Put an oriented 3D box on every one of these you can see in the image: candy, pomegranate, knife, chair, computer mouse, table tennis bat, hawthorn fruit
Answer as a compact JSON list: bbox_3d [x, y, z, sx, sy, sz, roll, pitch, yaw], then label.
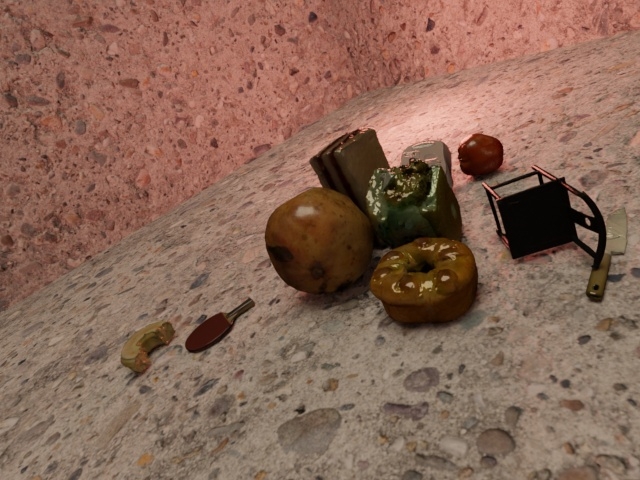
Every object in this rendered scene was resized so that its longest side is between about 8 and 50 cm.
[{"bbox_3d":[0.120,-0.148,1.192,0.135,0.320,0.179,-2,36,45],"label":"candy"},{"bbox_3d":[0.000,0.000,1.071,0.281,0.281,0.281,-21,25,10],"label":"pomegranate"},{"bbox_3d":[0.564,0.017,0.810,0.047,0.017,0.298,6,38,39],"label":"knife"},{"bbox_3d":[0.450,-0.047,0.864,0.141,0.154,0.260,-20,18,14],"label":"chair"},{"bbox_3d":[0.332,-0.206,1.343,0.184,0.121,0.297,-7,44,18],"label":"computer mouse"},{"bbox_3d":[-0.280,0.233,1.168,0.220,0.019,0.130,-35,26,-17],"label":"table tennis bat"},{"bbox_3d":[0.499,-0.266,1.295,0.138,0.133,0.133,-9,28,10],"label":"hawthorn fruit"}]

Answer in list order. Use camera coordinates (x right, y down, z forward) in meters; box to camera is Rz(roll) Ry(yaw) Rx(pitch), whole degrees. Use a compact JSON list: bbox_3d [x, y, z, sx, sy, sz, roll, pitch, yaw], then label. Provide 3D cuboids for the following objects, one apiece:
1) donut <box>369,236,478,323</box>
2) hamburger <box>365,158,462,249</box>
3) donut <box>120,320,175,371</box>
[{"bbox_3d":[0.221,0.081,0.887,0.226,0.114,0.226,-21,25,10],"label":"donut"},{"bbox_3d":[0.228,-0.060,1.021,0.168,0.288,0.192,-3,52,38],"label":"hamburger"},{"bbox_3d":[-0.497,0.301,1.182,0.108,0.065,0.166,-11,29,29],"label":"donut"}]
